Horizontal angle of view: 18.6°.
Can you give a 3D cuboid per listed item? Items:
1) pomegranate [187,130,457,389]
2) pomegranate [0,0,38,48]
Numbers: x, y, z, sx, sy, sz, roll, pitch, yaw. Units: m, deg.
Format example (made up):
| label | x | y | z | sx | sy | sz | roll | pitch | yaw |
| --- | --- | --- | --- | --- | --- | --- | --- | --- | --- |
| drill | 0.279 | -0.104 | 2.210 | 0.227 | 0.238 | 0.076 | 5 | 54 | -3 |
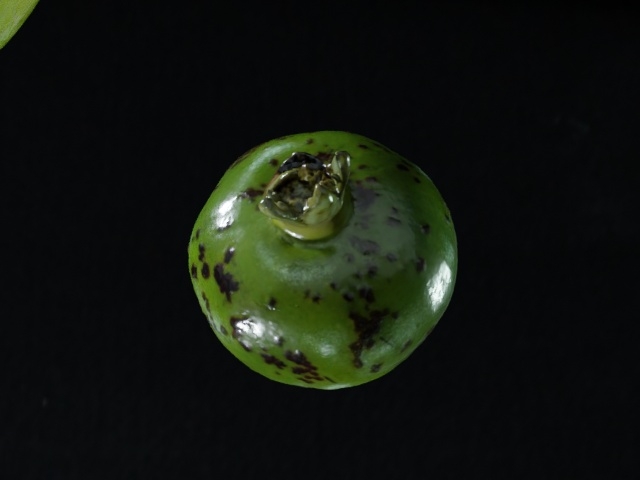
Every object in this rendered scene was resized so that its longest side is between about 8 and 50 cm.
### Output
| label | x | y | z | sx | sy | sz | roll | pitch | yaw |
| --- | --- | --- | --- | --- | --- | --- | --- | --- | --- |
| pomegranate | 0.000 | 0.000 | 1.502 | 0.211 | 0.263 | 0.211 | -3 | -121 | 5 |
| pomegranate | -0.189 | -0.117 | 0.753 | 0.179 | 0.179 | 0.210 | 6 | -98 | -8 |
